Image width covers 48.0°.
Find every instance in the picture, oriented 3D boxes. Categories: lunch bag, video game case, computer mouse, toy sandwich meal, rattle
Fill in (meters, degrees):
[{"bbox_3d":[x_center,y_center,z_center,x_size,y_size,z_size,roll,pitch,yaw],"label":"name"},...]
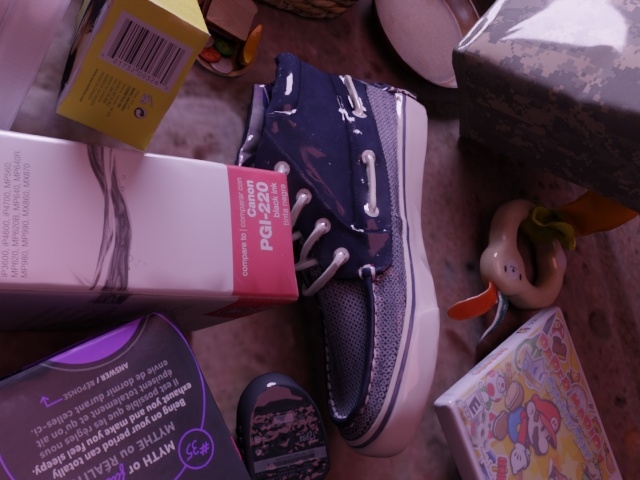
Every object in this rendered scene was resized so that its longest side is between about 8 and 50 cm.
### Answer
[{"bbox_3d":[0.312,-0.206,0.755,0.287,0.235,0.169,-51,150,-17],"label":"lunch bag"},{"bbox_3d":[0.219,0.210,0.717,0.206,0.026,0.226,-28,99,-39],"label":"video game case"},{"bbox_3d":[-0.027,0.223,0.552,0.071,0.041,0.241,-1,82,-27],"label":"computer mouse"},{"bbox_3d":[-0.085,-0.189,0.649,0.086,0.029,0.085,13,67,-32],"label":"toy sandwich meal"},{"bbox_3d":[0.238,0.027,0.745,0.200,0.143,0.130,-31,118,-47],"label":"rattle"}]

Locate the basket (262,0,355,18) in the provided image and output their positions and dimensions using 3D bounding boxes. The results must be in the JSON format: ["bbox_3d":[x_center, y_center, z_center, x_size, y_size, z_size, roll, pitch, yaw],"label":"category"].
[{"bbox_3d":[-0.027,-0.363,0.629,0.299,0.223,0.213,25,61,-28],"label":"basket"}]

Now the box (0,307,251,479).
[{"bbox_3d":[-0.124,0.199,0.415,0.165,0.143,0.270,-25,90,-37],"label":"box"}]

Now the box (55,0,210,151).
[{"bbox_3d":[-0.129,-0.151,0.489,0.058,0.087,0.232,25,21,-26],"label":"box"}]

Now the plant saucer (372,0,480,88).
[{"bbox_3d":[0.119,-0.246,0.818,0.169,0.029,0.168,13,67,-33],"label":"plant saucer"}]

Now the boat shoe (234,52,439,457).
[{"bbox_3d":[0.000,0.000,0.601,0.158,0.127,0.340,16,57,-24],"label":"boat shoe"}]

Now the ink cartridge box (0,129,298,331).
[{"bbox_3d":[-0.148,0.006,0.454,0.218,0.159,0.092,3,75,-35],"label":"ink cartridge box"}]

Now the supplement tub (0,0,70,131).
[{"bbox_3d":[-0.286,-0.173,0.394,0.272,0.191,0.191,25,61,-27],"label":"supplement tub"}]
